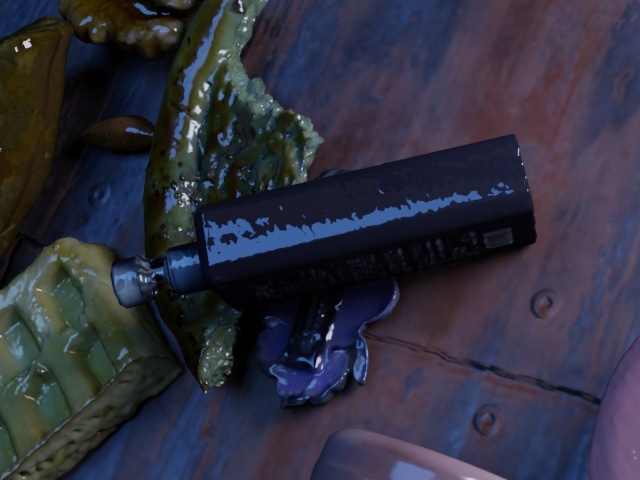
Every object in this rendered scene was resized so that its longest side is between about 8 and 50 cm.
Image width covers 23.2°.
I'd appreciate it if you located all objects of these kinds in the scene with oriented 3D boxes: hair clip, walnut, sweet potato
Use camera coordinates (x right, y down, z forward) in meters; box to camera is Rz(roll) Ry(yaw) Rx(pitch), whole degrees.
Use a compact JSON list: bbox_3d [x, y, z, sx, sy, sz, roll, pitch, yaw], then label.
[{"bbox_3d":[0.002,0.036,1.203,0.124,0.052,0.195,-1,72,37],"label":"hair clip"},{"bbox_3d":[-0.159,-0.226,1.411,0.170,0.069,0.143,33,86,36],"label":"walnut"},{"bbox_3d":[-0.178,-0.096,1.382,0.095,0.034,0.034,3,70,31],"label":"sweet potato"},{"bbox_3d":[-0.330,-0.036,1.375,0.158,0.158,0.370,27,99,37],"label":"sweet potato"}]

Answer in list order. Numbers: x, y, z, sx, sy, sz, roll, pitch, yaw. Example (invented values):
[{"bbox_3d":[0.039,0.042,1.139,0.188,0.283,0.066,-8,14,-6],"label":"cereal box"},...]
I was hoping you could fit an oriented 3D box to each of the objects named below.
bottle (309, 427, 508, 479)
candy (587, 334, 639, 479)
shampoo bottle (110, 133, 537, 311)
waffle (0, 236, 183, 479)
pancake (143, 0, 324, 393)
[{"bbox_3d":[0.029,0.284,1.004,0.206,0.173,0.297,-4,64,64],"label":"bottle"},{"bbox_3d":[0.288,0.144,0.948,0.255,0.094,0.255,-13,61,26],"label":"candy"},{"bbox_3d":[0.000,0.000,1.130,0.309,0.098,0.071,-14,72,5],"label":"shampoo bottle"},{"bbox_3d":[-0.259,0.129,1.301,0.274,0.057,0.168,-40,54,5],"label":"waffle"},{"bbox_3d":[-0.080,-0.053,1.264,0.197,0.054,0.377,-25,57,35],"label":"pancake"}]
